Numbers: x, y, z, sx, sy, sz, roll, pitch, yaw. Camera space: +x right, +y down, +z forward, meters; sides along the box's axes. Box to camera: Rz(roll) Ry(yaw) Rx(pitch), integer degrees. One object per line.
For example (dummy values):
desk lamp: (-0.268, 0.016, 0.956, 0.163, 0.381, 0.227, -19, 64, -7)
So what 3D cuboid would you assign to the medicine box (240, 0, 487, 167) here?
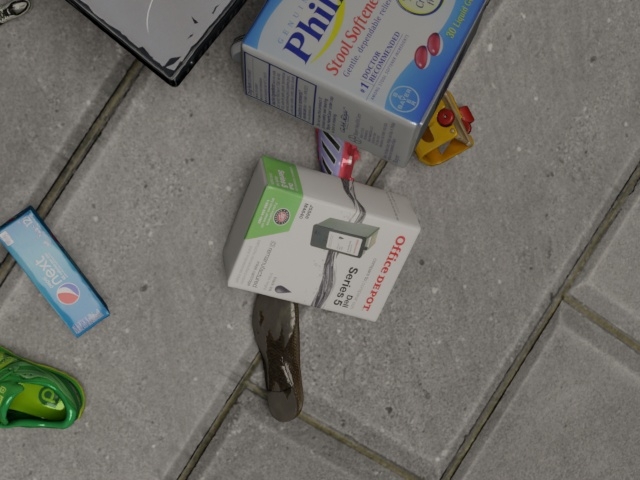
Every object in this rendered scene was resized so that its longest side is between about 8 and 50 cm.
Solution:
medicine box: (0.064, -0.301, 1.521, 0.289, 0.149, 0.263, 26, 71, 6)

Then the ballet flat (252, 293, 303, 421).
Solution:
ballet flat: (-0.065, 0.189, 1.732, 0.084, 0.058, 0.250, -5, 95, 20)

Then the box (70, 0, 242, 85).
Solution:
box: (-0.245, -0.548, 1.407, 0.480, 0.297, 0.472, 39, 91, -11)

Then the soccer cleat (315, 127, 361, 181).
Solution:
soccer cleat: (0.022, -0.196, 1.694, 0.095, 0.083, 0.248, 10, 102, 14)

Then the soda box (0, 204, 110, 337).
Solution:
soda box: (-0.425, 0.050, 1.593, 0.067, 0.071, 0.210, -35, 106, -8)

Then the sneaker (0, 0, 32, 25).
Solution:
sneaker: (-0.484, -0.352, 1.535, 0.083, 0.037, 0.032, -31, 107, -8)

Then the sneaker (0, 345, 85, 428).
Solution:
sneaker: (-0.510, 0.223, 1.567, 0.295, 0.123, 0.109, 18, 93, -17)

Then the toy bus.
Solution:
toy bus: (0.176, -0.227, 1.707, 0.104, 0.202, 0.191, -29, 115, 21)

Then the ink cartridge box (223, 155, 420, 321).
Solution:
ink cartridge box: (0.000, 0.000, 1.656, 0.273, 0.115, 0.198, 15, 117, -18)

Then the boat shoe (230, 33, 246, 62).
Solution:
boat shoe: (-0.044, -0.352, 1.648, 0.228, 0.080, 0.076, -16, 79, -9)
